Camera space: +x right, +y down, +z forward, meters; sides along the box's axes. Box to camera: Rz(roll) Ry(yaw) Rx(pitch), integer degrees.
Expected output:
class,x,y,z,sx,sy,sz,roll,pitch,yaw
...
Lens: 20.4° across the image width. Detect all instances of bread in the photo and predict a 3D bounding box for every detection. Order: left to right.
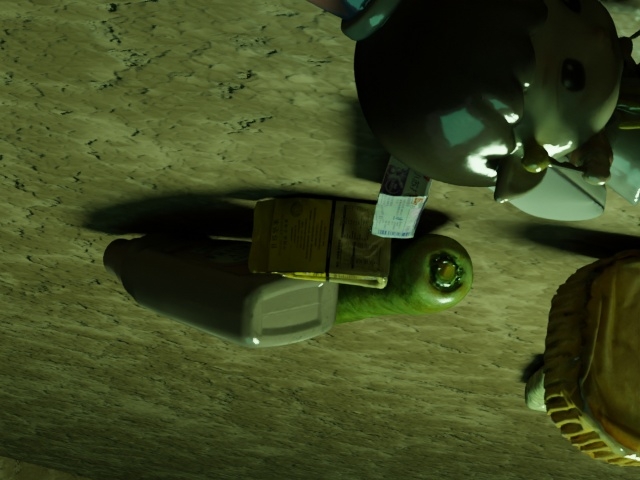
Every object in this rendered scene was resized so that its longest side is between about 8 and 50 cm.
class,x,y,z,sx,sy,sz,roll,pitch,yaw
bread,0.290,0.108,1.617,0.199,0.199,0.104,11,168,-15

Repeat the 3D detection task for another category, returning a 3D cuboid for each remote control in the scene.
class,x,y,z,sx,sy,sz,roll,pitch,yaw
remote control,0.151,-0.060,1.390,0.077,0.022,0.245,-5,160,33

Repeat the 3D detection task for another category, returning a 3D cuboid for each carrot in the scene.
class,x,y,z,sx,sy,sz,roll,pitch,yaw
carrot,0.049,0.046,1.731,0.074,0.074,0.358,12,169,-19

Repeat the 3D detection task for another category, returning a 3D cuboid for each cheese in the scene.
class,x,y,z,sx,sy,sz,roll,pitch,yaw
cheese,0.286,0.177,2.172,0.064,0.043,0.194,11,167,3

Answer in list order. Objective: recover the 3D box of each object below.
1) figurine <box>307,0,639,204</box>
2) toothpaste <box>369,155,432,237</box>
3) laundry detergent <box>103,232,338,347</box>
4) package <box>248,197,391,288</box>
class,x,y,z,sx,sy,sz,roll,pitch,yaw
figurine,0.121,-0.103,1.019,0.275,0.161,0.158,9,142,-14
toothpaste,0.066,-0.036,1.423,0.040,0.047,0.196,17,171,3
laundry detergent,-0.090,0.037,1.726,0.171,0.076,0.237,-9,-162,-43
package,0.000,0.000,1.586,0.131,0.071,0.047,7,171,5
